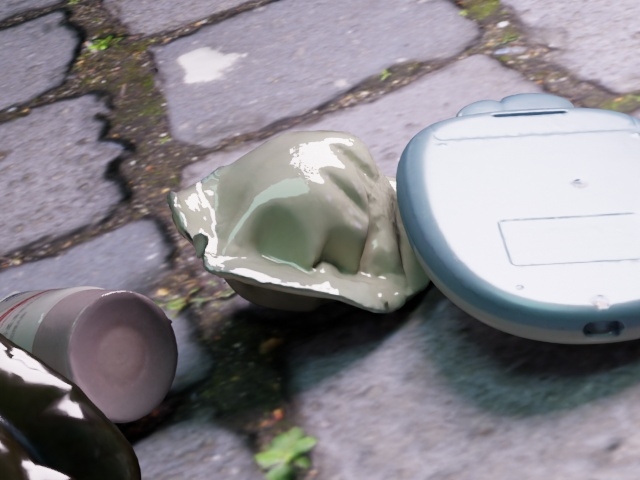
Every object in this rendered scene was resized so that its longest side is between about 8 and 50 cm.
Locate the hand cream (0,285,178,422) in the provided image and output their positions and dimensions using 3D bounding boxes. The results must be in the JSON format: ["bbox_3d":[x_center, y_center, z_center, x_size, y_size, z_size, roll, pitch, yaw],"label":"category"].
[{"bbox_3d":[-0.190,0.068,1.299,0.133,0.083,0.248,-35,21,-34],"label":"hand cream"}]

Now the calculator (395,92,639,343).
[{"bbox_3d":[0.144,-0.024,1.243,0.188,0.042,0.302,-5,32,-4],"label":"calculator"}]

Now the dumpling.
[{"bbox_3d":[0.002,-0.003,1.278,0.181,0.111,0.155,-24,50,-14],"label":"dumpling"}]

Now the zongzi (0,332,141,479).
[{"bbox_3d":[-0.250,0.232,0.594,0.403,0.208,0.432,-42,12,37],"label":"zongzi"}]
